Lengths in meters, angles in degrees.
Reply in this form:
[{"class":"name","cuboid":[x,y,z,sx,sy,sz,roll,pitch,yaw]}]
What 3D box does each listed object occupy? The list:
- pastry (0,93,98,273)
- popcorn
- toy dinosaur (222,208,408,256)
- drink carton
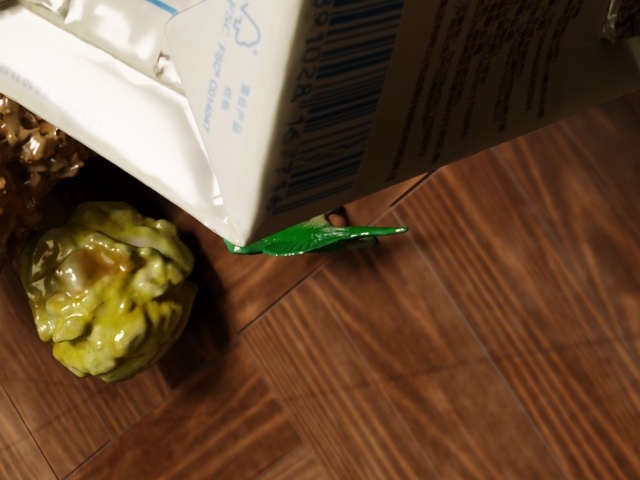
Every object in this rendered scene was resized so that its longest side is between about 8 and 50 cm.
[{"class":"pastry","cuboid":[-0.270,-0.063,1.010,0.275,0.275,0.193,23,138,32]},{"class":"popcorn","cuboid":[-0.135,0.029,1.014,0.106,0.121,0.116,-29,124,23]},{"class":"toy dinosaur","cuboid":[0.000,0.000,0.921,0.119,0.060,0.029,6,114,41]},{"class":"drink carton","cuboid":[0.008,-0.127,0.692,0.194,0.324,0.132,33,124,27]}]
